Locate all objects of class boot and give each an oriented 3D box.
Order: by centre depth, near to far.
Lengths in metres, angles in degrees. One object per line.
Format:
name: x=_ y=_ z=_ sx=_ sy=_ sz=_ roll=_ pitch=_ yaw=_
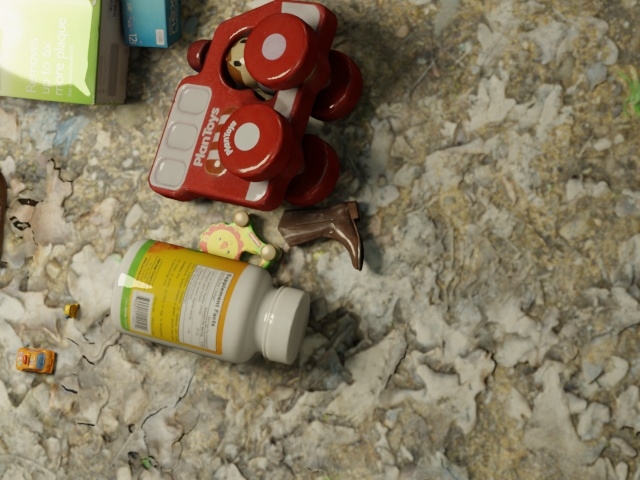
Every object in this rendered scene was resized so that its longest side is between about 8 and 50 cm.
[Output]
boot: x=0.000 y=0.000 z=1.589 sx=0.114 sy=0.037 sz=0.106 roll=-9 pitch=68 yaw=6

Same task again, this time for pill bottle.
pill bottle: x=-0.145 y=0.089 z=1.554 sx=0.246 sy=0.136 sz=0.136 roll=14 pitch=85 yaw=12

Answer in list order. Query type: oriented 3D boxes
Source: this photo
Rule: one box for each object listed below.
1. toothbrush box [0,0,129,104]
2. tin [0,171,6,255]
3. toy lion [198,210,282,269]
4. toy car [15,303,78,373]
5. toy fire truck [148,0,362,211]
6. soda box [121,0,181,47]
toothbrush box: x=-0.424 y=-0.307 z=1.645 sx=0.283 sy=0.122 sz=0.206 roll=8 pitch=99 yaw=13
tin: x=-0.520 y=-0.031 z=1.691 sx=0.106 sy=0.040 sz=0.189 roll=1 pitch=83 yaw=6
toy lion: x=-0.119 y=0.012 z=1.616 sx=0.096 sy=0.034 sz=0.100 roll=-42 pitch=78 yaw=10
toy car: x=-0.397 y=0.136 z=1.643 sx=0.060 sy=0.040 sz=0.122 roll=22 pitch=88 yaw=12
toy fire truck: x=-0.101 y=-0.189 z=1.582 sx=0.254 sy=0.169 sz=0.302 roll=12 pitch=84 yaw=30
soda box: x=-0.240 y=-0.382 z=1.621 sx=0.067 sy=0.071 sz=0.210 roll=5 pitch=112 yaw=10
